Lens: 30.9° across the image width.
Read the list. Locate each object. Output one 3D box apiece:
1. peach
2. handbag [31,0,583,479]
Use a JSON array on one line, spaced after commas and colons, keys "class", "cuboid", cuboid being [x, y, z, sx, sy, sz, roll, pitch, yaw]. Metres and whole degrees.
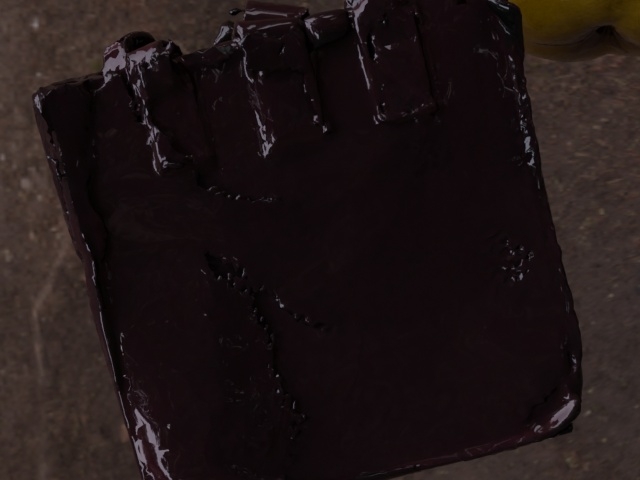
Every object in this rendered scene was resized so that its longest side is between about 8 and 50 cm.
[{"class": "peach", "cuboid": [0.207, -0.182, 0.824, 0.179, 0.179, 0.103, 1, 83, 37]}, {"class": "handbag", "cuboid": [0.000, 0.000, 0.507, 0.203, 0.074, 0.216, -16, 100, -6]}]
